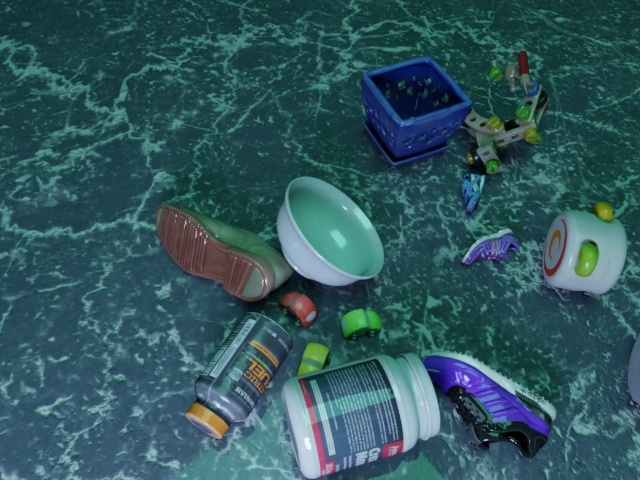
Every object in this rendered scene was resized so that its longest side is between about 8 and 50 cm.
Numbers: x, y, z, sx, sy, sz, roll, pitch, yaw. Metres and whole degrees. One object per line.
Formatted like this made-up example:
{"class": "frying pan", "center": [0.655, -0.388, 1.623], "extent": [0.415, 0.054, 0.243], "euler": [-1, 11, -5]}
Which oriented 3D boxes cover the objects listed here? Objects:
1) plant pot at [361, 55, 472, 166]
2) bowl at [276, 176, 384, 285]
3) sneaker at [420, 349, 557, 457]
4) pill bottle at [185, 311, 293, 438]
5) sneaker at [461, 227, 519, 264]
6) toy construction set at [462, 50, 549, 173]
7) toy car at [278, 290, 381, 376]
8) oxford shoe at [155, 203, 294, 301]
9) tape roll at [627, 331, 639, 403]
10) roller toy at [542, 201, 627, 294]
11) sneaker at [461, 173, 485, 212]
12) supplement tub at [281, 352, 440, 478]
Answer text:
{"class": "plant pot", "center": [0.256, -0.357, 1.513], "extent": [0.236, 0.212, 0.236], "euler": [-20, 59, -16]}
{"class": "bowl", "center": [0.000, 0.000, 1.262], "extent": [0.298, 0.134, 0.297], "euler": [31, 34, -25]}
{"class": "sneaker", "center": [0.330, 0.344, 1.090], "extent": [0.293, 0.102, 0.146], "euler": [26, 58, 14]}
{"class": "pill bottle", "center": [-0.172, 0.281, 1.094], "extent": [0.131, 0.130, 0.245], "euler": [26, 58, 15]}
{"class": "sneaker", "center": [0.438, 0.024, 1.345], "extent": [0.170, 0.068, 0.071], "euler": [-22, 64, -18]}
{"class": "toy construction set", "center": [0.522, -0.326, 1.468], "extent": [0.258, 0.308, 0.237], "euler": [2, 59, 8]}
{"class": "toy car", "center": [0.033, 0.197, 1.209], "extent": [0.225, 0.053, 0.239], "euler": [-10, 56, -10]}
{"class": "oxford shoe", "center": [-0.245, 0.019, 1.300], "extent": [0.397, 0.140, 0.147], "euler": [31, 28, 23]}
{"class": "tape roll", "center": [0.735, 0.251, 1.104], "extent": [0.072, 0.219, 0.219], "euler": [20, 56, 9]}
{"class": "roller toy", "center": [0.639, 0.027, 1.274], "extent": [0.146, 0.191, 0.209], "euler": [11, 57, 5]}
{"class": "sneaker", "center": [0.417, -0.133, 1.462], "extent": [0.059, 0.053, 0.144], "euler": [18, 47, 9]}
{"class": "supplement tub", "center": [0.073, 0.333, 1.031], "extent": [0.272, 0.191, 0.191], "euler": [-12, 56, -10]}
